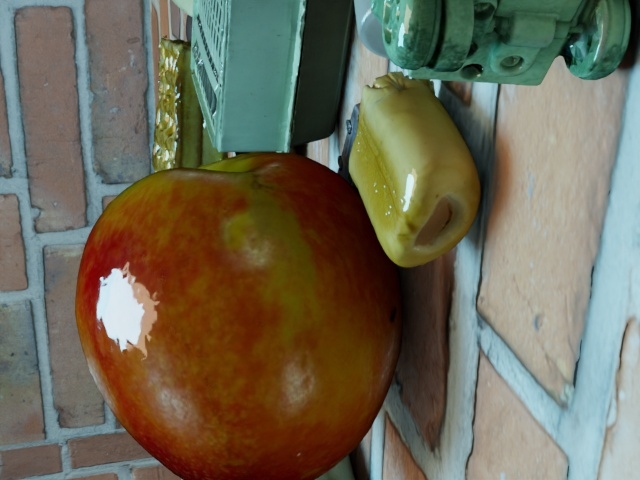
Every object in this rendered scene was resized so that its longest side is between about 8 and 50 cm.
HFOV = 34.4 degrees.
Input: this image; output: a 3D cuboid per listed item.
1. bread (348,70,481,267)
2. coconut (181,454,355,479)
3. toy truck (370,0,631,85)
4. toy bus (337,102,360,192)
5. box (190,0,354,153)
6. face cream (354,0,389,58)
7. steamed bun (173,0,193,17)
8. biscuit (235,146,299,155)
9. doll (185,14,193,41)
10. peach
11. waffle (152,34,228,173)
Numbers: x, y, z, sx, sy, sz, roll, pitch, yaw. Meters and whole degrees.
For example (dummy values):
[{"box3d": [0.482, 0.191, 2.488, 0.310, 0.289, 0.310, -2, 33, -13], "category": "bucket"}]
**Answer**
[{"box3d": [0.088, -0.065, 0.941, 0.173, 0.085, 0.134, -109, 23, -45], "category": "bread"}, {"box3d": [-0.062, 0.351, 1.399, 0.259, 0.259, 0.259, 174, 90, -75], "category": "coconut"}, {"box3d": [0.124, -0.209, 0.625, 0.279, 0.154, 0.156, 107, 161, -57], "category": "toy truck"}, {"box3d": [0.049, -0.100, 1.180, 0.131, 0.036, 0.052, 104, 151, -49], "category": "toy bus"}, {"box3d": [-0.065, -0.259, 1.288, 0.291, 0.166, 0.221, 99, 159, -45], "category": "box"}, {"box3d": [0.065, -0.312, 0.972, 0.143, 0.089, 0.315, 108, 163, -57], "category": "face cream"}, {"box3d": [-0.128, -0.398, 1.503, 0.153, 0.169, 0.239, -66, 29, 22], "category": "steamed bun"}, {"box3d": [-0.106, -0.186, 1.590, 0.296, 0.075, 0.296, 164, 90, -77], "category": "biscuit"}, {"box3d": [-0.169, -0.408, 1.726, 0.182, 0.117, 0.258, -151, 57, -74], "category": "doll"}, {"box3d": [-0.083, 0.090, 1.130, 0.388, 0.388, 0.389, 174, 90, -75], "category": "peach"}, {"box3d": [-0.196, -0.144, 1.554, 0.213, 0.091, 0.308, -138, 52, -68], "category": "waffle"}]
